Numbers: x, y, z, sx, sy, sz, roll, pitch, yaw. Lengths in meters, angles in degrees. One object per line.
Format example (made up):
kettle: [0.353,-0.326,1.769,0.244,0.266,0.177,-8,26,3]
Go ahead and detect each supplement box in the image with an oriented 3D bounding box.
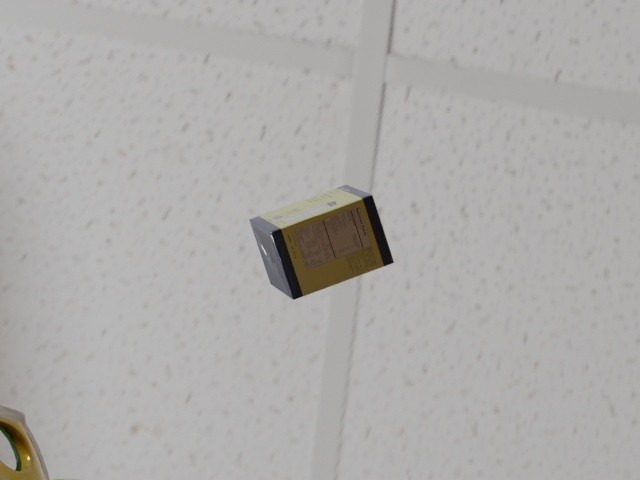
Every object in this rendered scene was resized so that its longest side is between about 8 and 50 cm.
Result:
supplement box: [0.000,0.000,1.327,0.083,0.083,0.056,-20,-78,-11]

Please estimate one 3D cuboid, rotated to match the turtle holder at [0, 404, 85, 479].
turtle holder: [-0.359,0.254,1.619,0.243,0.227,0.320,21,-12,-26]
